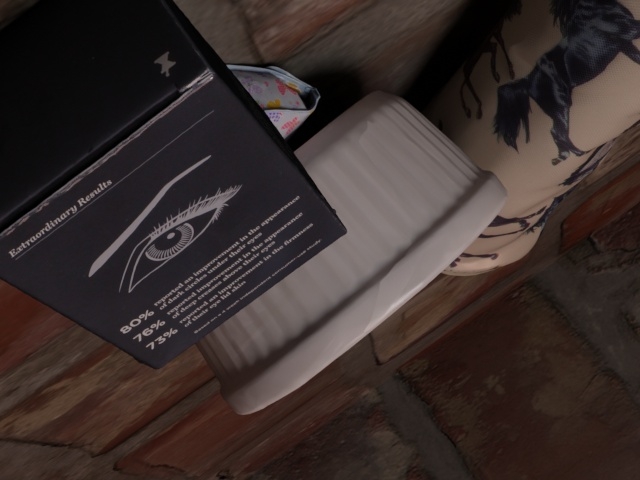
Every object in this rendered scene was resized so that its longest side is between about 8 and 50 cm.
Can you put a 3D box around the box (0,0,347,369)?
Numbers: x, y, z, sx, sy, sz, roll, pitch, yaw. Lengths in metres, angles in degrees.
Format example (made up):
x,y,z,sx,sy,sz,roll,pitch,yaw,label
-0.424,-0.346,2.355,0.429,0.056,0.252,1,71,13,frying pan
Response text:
x,y,z,sx,sy,sz,roll,pitch,yaw,label
-0.100,-0.036,0.655,0.153,0.108,0.207,-36,150,3,box

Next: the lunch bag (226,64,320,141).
x,y,z,sx,sy,sz,roll,pitch,yaw,label
-0.048,-0.082,0.806,0.083,0.053,0.071,-3,144,-45,lunch bag

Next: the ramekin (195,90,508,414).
x,y,z,sx,sy,sz,roll,pitch,yaw,label
0.000,0.000,0.894,0.273,0.127,0.273,-39,-178,2,ramekin

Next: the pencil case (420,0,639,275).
x,y,z,sx,sy,sz,roll,pitch,yaw,label
0.207,-0.132,0.955,0.183,0.160,0.410,-29,166,-37,pencil case
